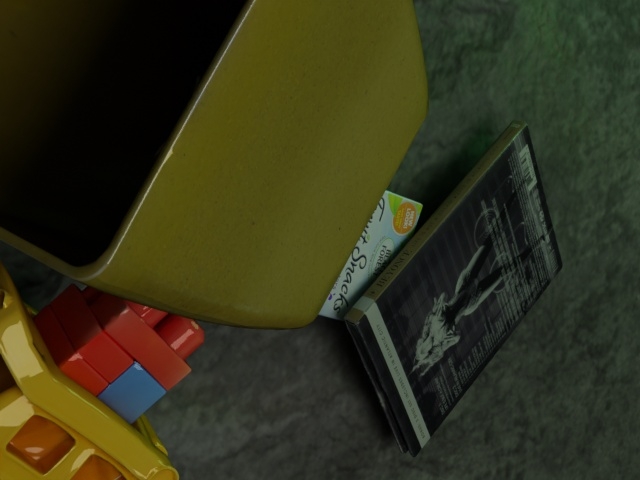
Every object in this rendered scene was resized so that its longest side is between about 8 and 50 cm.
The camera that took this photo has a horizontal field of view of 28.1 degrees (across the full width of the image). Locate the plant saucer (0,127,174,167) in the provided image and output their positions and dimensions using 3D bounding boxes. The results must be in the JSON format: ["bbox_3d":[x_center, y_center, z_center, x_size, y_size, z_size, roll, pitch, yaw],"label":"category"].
[{"bbox_3d":[-0.113,-0.220,0.722,0.332,0.081,0.333,-9,108,-36],"label":"plant saucer"}]

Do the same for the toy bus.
[{"bbox_3d":[-0.176,0.081,0.676,0.211,0.149,0.220,-44,126,0],"label":"toy bus"}]

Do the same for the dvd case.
[{"bbox_3d":[0.110,0.038,0.986,0.221,0.018,0.164,-48,138,-25],"label":"dvd case"}]

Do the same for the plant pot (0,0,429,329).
[{"bbox_3d":[-0.068,-0.071,0.627,0.187,0.212,0.212,38,78,-52],"label":"plant pot"}]

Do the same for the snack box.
[{"bbox_3d":[0.000,0.000,0.901,0.141,0.037,0.100,19,92,-42],"label":"snack box"}]
